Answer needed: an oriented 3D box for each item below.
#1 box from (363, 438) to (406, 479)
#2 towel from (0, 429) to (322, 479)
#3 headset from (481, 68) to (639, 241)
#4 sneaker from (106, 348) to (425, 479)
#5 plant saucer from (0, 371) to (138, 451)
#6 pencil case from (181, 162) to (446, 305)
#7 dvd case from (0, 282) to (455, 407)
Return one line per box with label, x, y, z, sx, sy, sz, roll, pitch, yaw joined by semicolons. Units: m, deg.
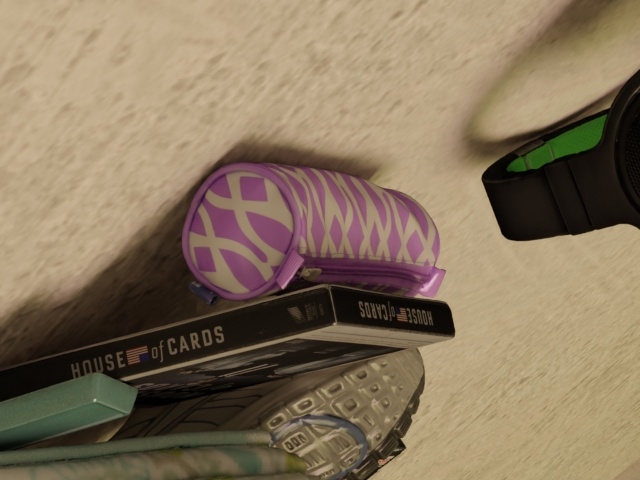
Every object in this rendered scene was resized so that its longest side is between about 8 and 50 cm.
box;-0.044;0.202;1.401;0.175;0.051;0.220;-41;160;15
towel;-0.204;0.261;1.089;0.374;0.090;0.320;-2;134;-29
headset;0.295;-0.056;1.128;0.394;0.185;0.243;-17;-172;44
sneaker;-0.068;0.136;1.213;0.297;0.129;0.111;-27;132;0
plant saucer;-0.205;0.117;1.015;0.192;0.018;0.067;-17;162;11
pencil case;0.000;0.000;1.061;0.206;0.088;0.086;2;113;-61
dvd case;-0.058;0.071;1.075;0.239;0.029;0.179;-16;168;25
